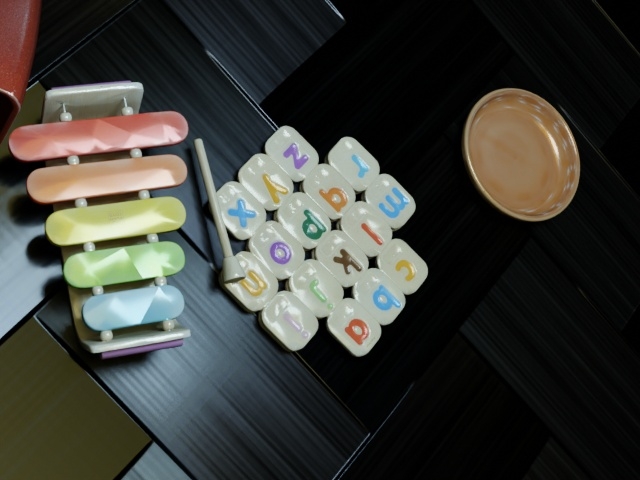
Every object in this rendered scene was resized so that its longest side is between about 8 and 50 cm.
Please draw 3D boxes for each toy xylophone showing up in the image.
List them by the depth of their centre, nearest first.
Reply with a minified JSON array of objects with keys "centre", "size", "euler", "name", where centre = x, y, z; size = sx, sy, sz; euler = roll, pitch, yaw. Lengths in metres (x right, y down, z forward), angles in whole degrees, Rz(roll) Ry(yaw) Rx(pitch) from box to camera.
[{"centre":[-0.212,-0.030,1.235],"size":[0.236,0.081,0.323],"euler":[-17,84,-24],"name":"toy xylophone"}]

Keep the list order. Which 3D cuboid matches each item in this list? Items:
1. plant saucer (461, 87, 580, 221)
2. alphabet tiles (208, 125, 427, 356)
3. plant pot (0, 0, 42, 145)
[{"centre":[0.284,-0.120,1.544],"size":[0.200,0.037,0.200],"euler":[7,73,-24],"name":"plant saucer"},{"centre":[0.000,0.000,1.377],"size":[0.278,0.021,0.284],"euler":[44,61,-7],"name":"alphabet tiles"},{"centre":[-0.428,-0.215,1.102],"size":[0.267,0.267,0.236],"euler":[26,52,-18],"name":"plant pot"}]
